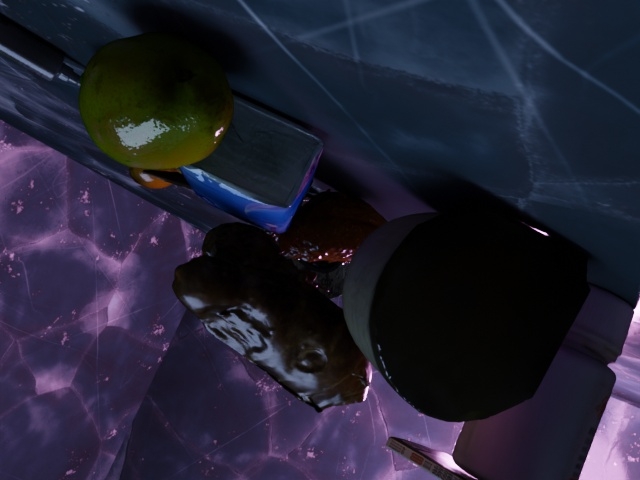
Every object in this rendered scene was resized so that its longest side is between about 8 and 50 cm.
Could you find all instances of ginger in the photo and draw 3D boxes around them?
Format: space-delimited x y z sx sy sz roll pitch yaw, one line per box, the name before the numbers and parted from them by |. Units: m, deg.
ginger | -0.065 0.125 1.147 0.418 0.176 0.254 39 -151 -15

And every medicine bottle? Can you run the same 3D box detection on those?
medicine bottle | 0.407 0.269 1.168 0.219 0.388 0.219 22 173 3
medicine bottle | -0.509 -0.330 1.155 0.199 0.057 0.058 29 171 -35

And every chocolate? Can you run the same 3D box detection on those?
chocolate | 0.190 0.082 1.037 0.314 0.326 0.297 21 -169 -21

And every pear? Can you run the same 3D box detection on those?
pear | -0.204 -0.177 0.809 0.187 0.187 0.220 30 169 -34

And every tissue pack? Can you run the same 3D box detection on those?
tissue pack | -0.115 -0.117 1.055 0.198 0.146 0.263 25 173 -1

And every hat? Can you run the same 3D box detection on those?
hat | 0.000 0.000 1.522 0.265 0.265 0.128 22 -148 21

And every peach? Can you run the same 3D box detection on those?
peach | -0.403 -0.189 1.557 0.138 0.138 0.138 24 172 3

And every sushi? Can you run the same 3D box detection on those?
sushi | 0.034 -0.027 1.264 0.287 0.149 0.140 0 155 -25

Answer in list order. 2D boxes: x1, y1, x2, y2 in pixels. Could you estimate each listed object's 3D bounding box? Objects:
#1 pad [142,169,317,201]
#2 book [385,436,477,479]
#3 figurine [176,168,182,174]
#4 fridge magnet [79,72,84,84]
pad | -0.189 -0.116 1.363 0.284 0.018 0.286 18 -166 41
book | 0.270 0.435 1.151 0.202 0.027 0.264 32 170 -40
figurine | -0.352 -0.206 1.299 0.240 0.115 0.175 22 173 14
fridge magnet | -0.302 -0.230 1.081 0.208 0.088 0.208 24 174 3
